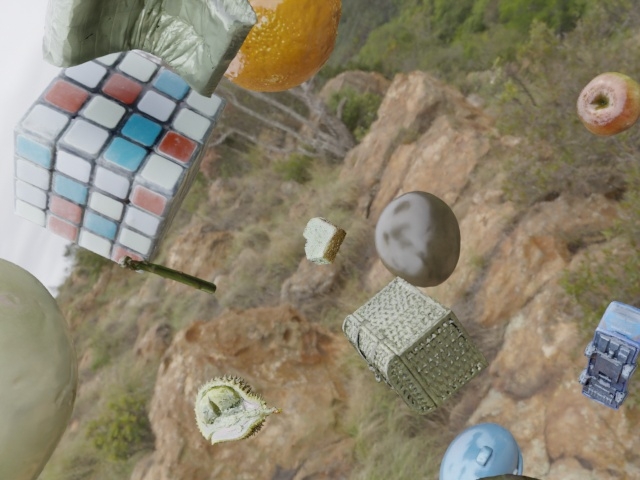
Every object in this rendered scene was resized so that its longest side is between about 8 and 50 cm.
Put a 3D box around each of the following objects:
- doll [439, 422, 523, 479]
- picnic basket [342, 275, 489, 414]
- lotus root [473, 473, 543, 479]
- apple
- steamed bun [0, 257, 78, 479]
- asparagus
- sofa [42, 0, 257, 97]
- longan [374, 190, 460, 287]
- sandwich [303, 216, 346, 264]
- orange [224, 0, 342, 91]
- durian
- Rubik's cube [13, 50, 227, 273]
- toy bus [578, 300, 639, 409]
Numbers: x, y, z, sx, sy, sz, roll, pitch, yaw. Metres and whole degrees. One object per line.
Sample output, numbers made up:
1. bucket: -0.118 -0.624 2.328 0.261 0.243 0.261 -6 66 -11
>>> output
1. doll: 0.308 0.450 1.223 0.177 0.141 0.314 -50 -30 -20
2. picnic basket: 0.145 0.176 1.070 0.154 0.134 0.196 -40 23 -7
3. lotus root: 0.226 0.364 0.625 0.210 0.314 0.142 -70 2 -56
4. apple: 0.580 -0.271 1.273 0.126 0.102 0.126 7 99 49
5. steamed bun: -0.461 0.161 0.740 0.311 0.334 0.233 -62 -27 -1
6. asparagus: -0.169 0.038 0.714 0.015 0.127 0.018 -30 54 33
7. sofa: -0.242 -0.295 0.875 0.225 0.176 0.210 -25 -6 -36
8. longan: 0.204 -0.004 1.345 0.198 0.198 0.212 -49 31 49
9. sandwich: 0.000 0.000 1.324 0.105 0.036 0.093 37 101 49
10. orange: -0.098 -0.497 1.394 0.340 0.294 0.340 -1 -90 -83
11. durian: -0.169 0.344 1.337 0.102 0.208 0.146 -33 -68 -60
12. Rubik's cube: -0.344 -0.143 1.092 0.259 0.253 0.256 -50 17 50
13. toy bus: 0.495 0.199 1.068 0.094 0.079 0.236 -47 -35 -19
